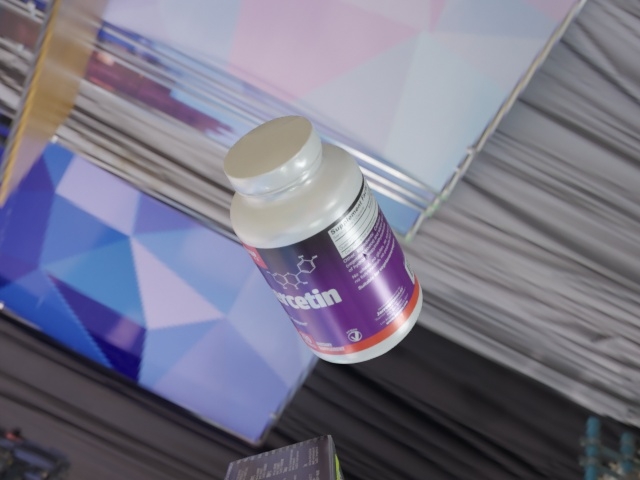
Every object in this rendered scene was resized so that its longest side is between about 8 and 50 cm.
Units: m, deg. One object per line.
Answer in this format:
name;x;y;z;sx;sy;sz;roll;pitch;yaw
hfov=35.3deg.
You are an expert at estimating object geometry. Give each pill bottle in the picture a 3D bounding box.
pill bottle;0.000;0.000;1.329;0.182;0.323;0.181;-20;-145;15

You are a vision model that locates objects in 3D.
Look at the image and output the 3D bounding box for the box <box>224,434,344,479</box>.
box;0.008;0.218;0.407;0.270;0.060;0.216;-98;172;-87
